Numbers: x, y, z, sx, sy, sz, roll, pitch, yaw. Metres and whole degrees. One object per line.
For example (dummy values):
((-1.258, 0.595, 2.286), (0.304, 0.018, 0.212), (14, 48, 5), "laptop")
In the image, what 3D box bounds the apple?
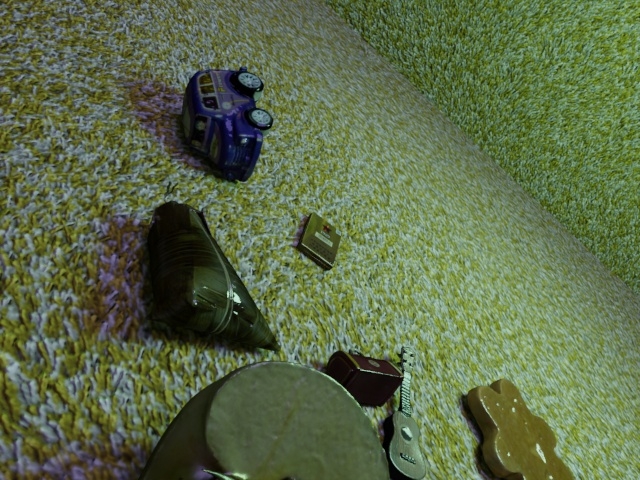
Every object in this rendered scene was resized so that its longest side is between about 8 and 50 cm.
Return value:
((-0.070, 0.303, 0.554), (0.258, 0.233, 0.295), (45, 29, -29), "apple")

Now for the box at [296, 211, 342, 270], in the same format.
((0.000, 0.000, 1.137), (0.090, 0.023, 0.133), (37, 34, -14), "box")

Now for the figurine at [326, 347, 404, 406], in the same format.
((0.082, 0.244, 0.931), (0.154, 0.082, 0.098), (18, 22, -34), "figurine")

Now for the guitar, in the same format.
((0.155, 0.316, 0.949), (0.084, 0.038, 0.271), (33, 38, -18), "guitar")

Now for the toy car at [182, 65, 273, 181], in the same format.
((-0.206, -0.245, 1.070), (0.158, 0.172, 0.235), (-2, 56, -28), "toy car")

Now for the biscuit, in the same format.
((0.445, 0.473, 1.081), (0.275, 0.052, 0.355), (-1, 55, -47), "biscuit")

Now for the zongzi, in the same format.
((-0.177, 0.058, 0.839), (0.241, 0.111, 0.248), (36, 24, -45), "zongzi")
